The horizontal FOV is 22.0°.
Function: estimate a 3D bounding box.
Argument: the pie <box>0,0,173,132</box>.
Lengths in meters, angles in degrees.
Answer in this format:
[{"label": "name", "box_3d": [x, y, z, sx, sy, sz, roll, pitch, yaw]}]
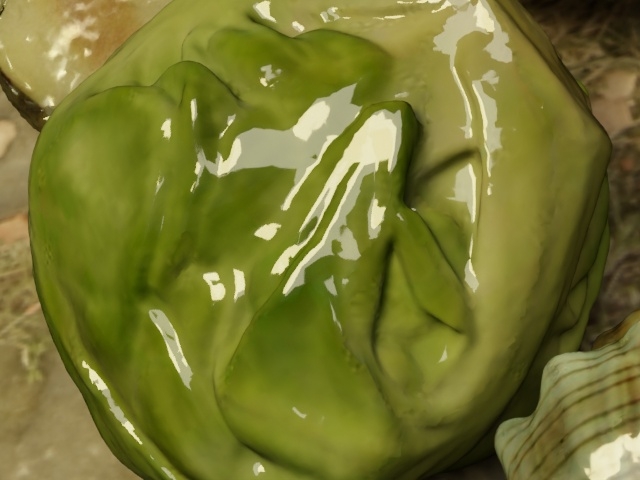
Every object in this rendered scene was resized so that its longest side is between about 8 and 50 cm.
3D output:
[{"label": "pie", "box_3d": [-0.065, -0.175, 1.066, 0.337, 0.075, 0.338, -6, 67, 14]}]

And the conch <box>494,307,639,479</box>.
[{"label": "conch", "box_3d": [0.185, 0.163, 0.763, 0.203, 0.169, 0.386, -11, 51, 15]}]

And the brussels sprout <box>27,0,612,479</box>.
[{"label": "brussels sprout", "box_3d": [0.000, 0.000, 0.869, 0.328, 0.247, 0.328, 1, 98, 7]}]
